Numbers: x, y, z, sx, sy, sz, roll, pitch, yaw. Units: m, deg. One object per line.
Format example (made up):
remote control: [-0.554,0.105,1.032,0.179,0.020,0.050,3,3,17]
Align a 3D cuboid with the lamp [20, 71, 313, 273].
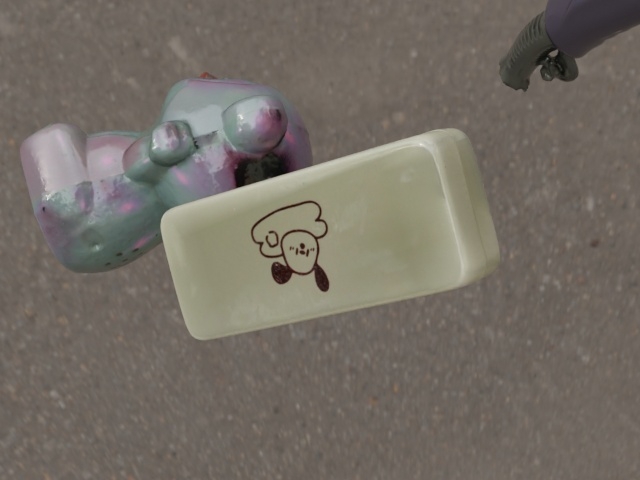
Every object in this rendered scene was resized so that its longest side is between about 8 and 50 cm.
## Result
lamp: [-0.151,-0.051,1.391,0.301,0.247,0.247,-17,74,3]

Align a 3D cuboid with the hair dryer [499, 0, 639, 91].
hair dryer: [0.270,-0.153,0.834,0.361,0.301,0.121,-10,55,47]

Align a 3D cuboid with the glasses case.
glasses case: [0.000,0.000,1.118,0.313,0.070,0.131,-14,91,36]
